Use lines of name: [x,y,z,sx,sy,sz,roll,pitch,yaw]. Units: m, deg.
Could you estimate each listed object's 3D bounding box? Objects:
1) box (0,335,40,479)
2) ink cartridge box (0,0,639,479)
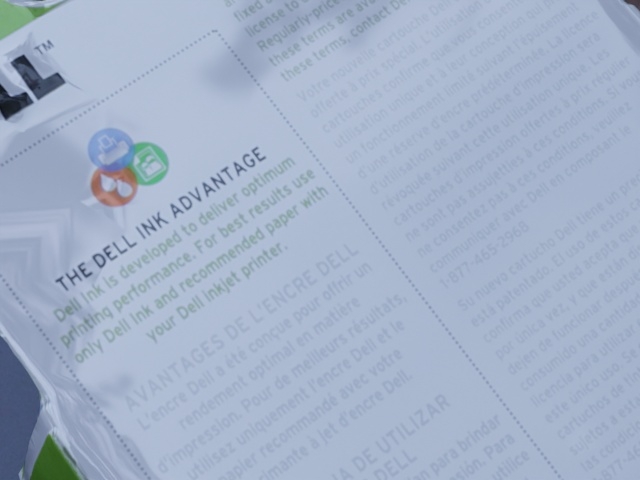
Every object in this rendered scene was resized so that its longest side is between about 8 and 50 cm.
box: [-0.144,0.114,0.724,0.312,0.179,0.343,45,-129,-78]
ink cartridge box: [0.000,0.000,0.511,0.189,0.255,0.097,-34,-9,-19]
